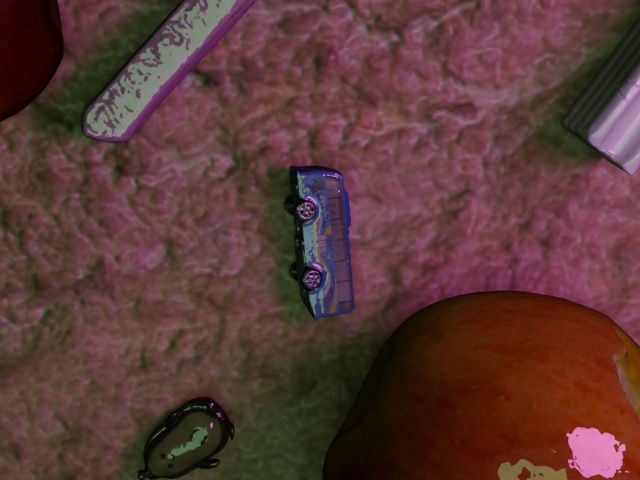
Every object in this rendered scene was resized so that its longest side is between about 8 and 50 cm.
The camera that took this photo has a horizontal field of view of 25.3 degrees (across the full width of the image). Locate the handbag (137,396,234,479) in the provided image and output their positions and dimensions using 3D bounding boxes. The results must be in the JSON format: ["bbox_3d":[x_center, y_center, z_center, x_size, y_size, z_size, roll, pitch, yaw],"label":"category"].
[{"bbox_3d":[-0.139,0.209,1.457,0.111,0.047,0.072,-38,99,4],"label":"handbag"}]

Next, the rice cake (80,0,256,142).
[{"bbox_3d":[-0.100,-0.227,1.362,0.056,0.072,0.365,43,95,-7],"label":"rice cake"}]

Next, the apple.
[{"bbox_3d":[0.173,0.206,1.321,0.340,0.339,0.339,0,101,-1],"label":"apple"}]

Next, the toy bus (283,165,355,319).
[{"bbox_3d":[0.000,0.000,1.419,0.061,0.051,0.153,-7,101,-13],"label":"toy bus"}]

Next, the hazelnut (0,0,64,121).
[{"bbox_3d":[-0.341,-0.207,1.287,0.230,0.229,0.229,0,101,-1],"label":"hazelnut"}]

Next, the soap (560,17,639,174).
[{"bbox_3d":[0.321,-0.166,1.358,0.066,0.119,0.198,34,98,-10],"label":"soap"}]
